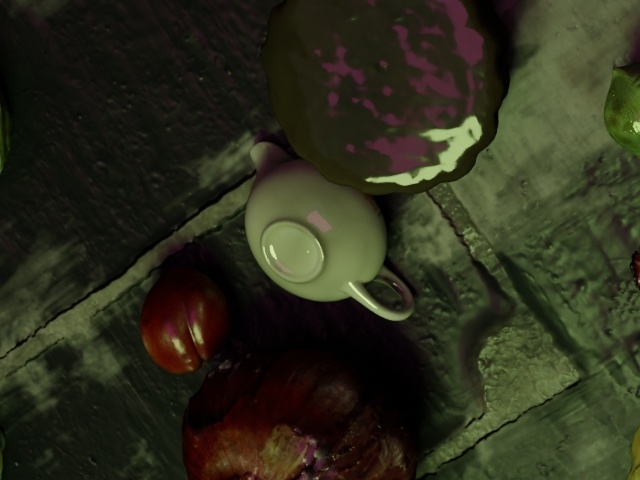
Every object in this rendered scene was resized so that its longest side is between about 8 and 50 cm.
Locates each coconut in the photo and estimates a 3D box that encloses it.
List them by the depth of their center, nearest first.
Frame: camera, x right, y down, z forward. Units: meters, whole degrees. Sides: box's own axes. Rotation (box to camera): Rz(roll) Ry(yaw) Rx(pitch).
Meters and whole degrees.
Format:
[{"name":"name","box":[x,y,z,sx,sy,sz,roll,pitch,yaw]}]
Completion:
[{"name":"coconut","box":[0.286,-0.115,1.195,0.096,0.088,0.088,43,116,1]}]

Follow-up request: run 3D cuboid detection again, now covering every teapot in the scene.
[{"name":"teapot","box":[0.000,0.000,1.342,0.226,0.092,0.145,45,130,0]}]

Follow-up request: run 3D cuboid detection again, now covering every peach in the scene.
[{"name":"peach","box":[-0.141,0.080,1.419,0.100,0.100,0.101,6,107,21]}]

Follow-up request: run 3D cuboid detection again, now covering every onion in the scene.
[{"name":"onion","box":[-0.029,0.226,1.343,0.252,0.219,0.252,12,115,27]}]

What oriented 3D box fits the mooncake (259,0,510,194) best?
[{"name":"mooncake","box":[0.065,-0.156,1.254,0.228,0.124,0.228,6,110,17]}]

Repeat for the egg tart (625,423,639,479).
[{"name":"egg tart","box":[0.444,0.261,1.189,0.387,0.169,0.388,5,103,23]}]

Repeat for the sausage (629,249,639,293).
[{"name":"sausage","box":[0.350,0.017,1.224,0.145,0.050,0.048,-12,58,25]}]

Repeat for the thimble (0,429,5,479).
[{"name":"thimble","box":[-0.501,0.262,1.576,0.254,0.167,0.288,30,113,13]}]

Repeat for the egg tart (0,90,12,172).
[{"name":"egg tart","box":[-0.404,-0.126,1.479,0.197,0.078,0.197,6,105,23]}]
